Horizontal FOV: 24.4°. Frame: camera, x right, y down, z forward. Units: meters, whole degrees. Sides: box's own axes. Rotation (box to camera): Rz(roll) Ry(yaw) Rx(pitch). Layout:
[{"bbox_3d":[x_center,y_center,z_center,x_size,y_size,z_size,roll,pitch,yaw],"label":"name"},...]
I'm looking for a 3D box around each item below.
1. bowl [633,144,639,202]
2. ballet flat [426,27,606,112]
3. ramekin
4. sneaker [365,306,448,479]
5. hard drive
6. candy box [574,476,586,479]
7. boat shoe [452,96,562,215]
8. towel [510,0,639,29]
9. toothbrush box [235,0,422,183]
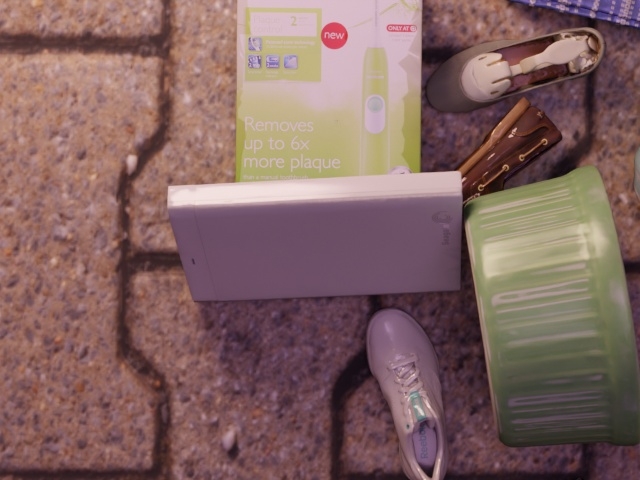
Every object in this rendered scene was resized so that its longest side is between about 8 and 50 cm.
[{"bbox_3d":[0.461,-0.049,1.615,0.311,0.311,0.163,46,110,-2],"label":"bowl"},{"bbox_3d":[0.225,-0.201,1.694,0.213,0.068,0.072,-16,91,-1],"label":"ballet flat"},{"bbox_3d":[0.244,0.079,1.591,0.148,0.303,0.303,-9,91,5],"label":"ramekin"},{"bbox_3d":[0.108,0.179,1.684,0.080,0.094,0.212,-16,91,0],"label":"sneaker"},{"bbox_3d":[0.000,0.000,1.621,0.307,0.203,0.040,-2,58,3],"label":"hard drive"},{"bbox_3d":[0.250,0.402,1.703,0.233,0.071,0.159,-31,91,0],"label":"candy box"},{"bbox_3d":[0.189,-0.070,1.693,0.073,0.073,0.207,45,90,0],"label":"boat shoe"},{"bbox_3d":[0.385,-0.361,1.719,0.336,0.040,0.243,13,89,-4],"label":"towel"},{"bbox_3d":[0.007,-0.171,1.663,0.206,0.122,0.283,1,89,-3],"label":"toothbrush box"}]
